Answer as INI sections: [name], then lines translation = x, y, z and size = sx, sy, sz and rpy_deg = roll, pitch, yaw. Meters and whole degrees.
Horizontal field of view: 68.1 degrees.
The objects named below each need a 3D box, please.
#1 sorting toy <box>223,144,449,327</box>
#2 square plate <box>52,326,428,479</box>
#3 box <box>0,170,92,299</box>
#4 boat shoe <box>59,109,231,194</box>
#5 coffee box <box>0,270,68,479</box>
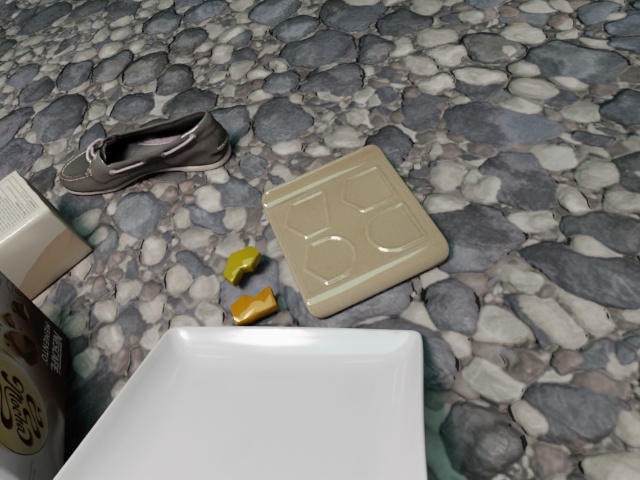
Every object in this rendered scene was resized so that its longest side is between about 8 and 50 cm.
[sorting toy]
translation = 0.000, 0.000, 0.698
size = 0.307, 0.041, 0.229
rpy_deg = -25, 58, -4
[square plate]
translation = -0.066, 0.204, 0.479
size = 0.343, 0.049, 0.347
rpy_deg = -1, 24, 11
[box]
translation = -0.546, 0.052, 0.740
size = 0.311, 0.121, 0.148
rpy_deg = -43, 57, -16
[boat shoe]
translation = -0.330, -0.167, 0.855
size = 0.334, 0.096, 0.112
rpy_deg = -10, 54, 7
[coffee box]
translation = -0.392, 0.175, 0.536
size = 0.118, 0.168, 0.297
rpy_deg = -32, 34, -9
